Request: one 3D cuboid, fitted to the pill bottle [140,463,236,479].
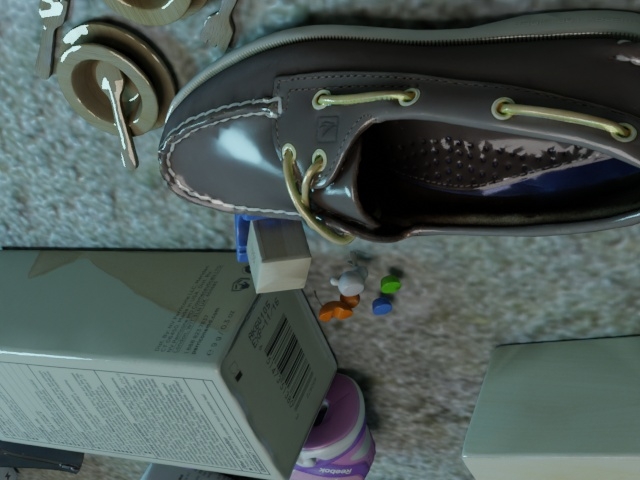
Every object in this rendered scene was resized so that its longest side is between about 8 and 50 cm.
[{"bbox_3d":[-0.093,0.324,1.000,0.229,0.131,0.131,26,141,3],"label":"pill bottle"}]

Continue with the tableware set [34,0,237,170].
[{"bbox_3d":[-0.125,-0.130,0.596,0.128,0.039,0.194,28,141,-1],"label":"tableware set"}]

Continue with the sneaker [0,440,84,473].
[{"bbox_3d":[-0.292,0.164,0.997,0.118,0.083,0.222,12,135,-11],"label":"sneaker"}]

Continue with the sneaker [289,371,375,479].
[{"bbox_3d":[-0.050,0.181,0.858,0.236,0.095,0.104,-5,139,32],"label":"sneaker"}]

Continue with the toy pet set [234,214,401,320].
[{"bbox_3d":[0.000,0.000,0.671,0.114,0.065,0.122,-6,146,-15],"label":"toy pet set"}]

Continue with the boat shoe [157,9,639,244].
[{"bbox_3d":[0.037,-0.051,0.534,0.324,0.096,0.116,-1,134,25],"label":"boat shoe"}]

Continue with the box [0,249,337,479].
[{"bbox_3d":[-0.162,0.097,0.798,0.311,0.121,0.148,2,134,28],"label":"box"}]

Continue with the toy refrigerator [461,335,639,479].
[{"bbox_3d":[0.241,0.127,0.622,0.269,0.102,0.094,-9,129,35],"label":"toy refrigerator"}]

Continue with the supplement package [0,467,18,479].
[{"bbox_3d":[-0.523,0.318,1.131,0.145,0.262,0.204,8,137,22],"label":"supplement package"}]
